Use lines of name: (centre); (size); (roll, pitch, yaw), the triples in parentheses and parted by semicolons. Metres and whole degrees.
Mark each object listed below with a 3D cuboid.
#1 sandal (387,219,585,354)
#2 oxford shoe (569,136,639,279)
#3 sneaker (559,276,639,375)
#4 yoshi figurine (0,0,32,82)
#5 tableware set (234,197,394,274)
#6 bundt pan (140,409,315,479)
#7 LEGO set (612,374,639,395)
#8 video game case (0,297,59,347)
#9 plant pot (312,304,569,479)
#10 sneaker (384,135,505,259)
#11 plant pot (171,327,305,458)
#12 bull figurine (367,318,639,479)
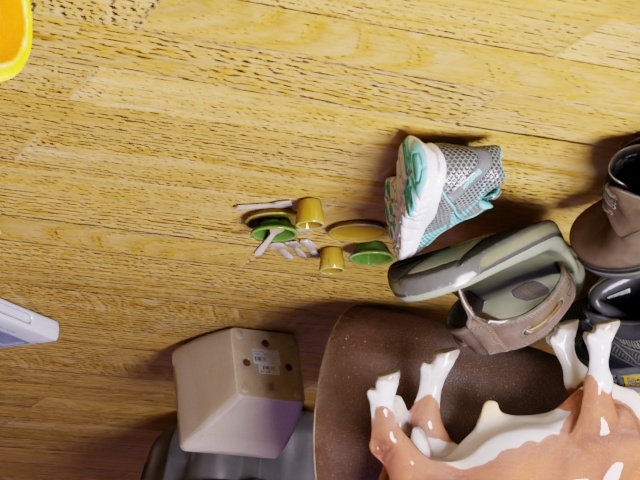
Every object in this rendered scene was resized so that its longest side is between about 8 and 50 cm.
sandal: (0.149, 0.045, 1.397); (0.120, 0.086, 0.303); (-17, 167, 21)
oxford shoe: (0.229, -0.036, 1.253); (0.096, 0.083, 0.227); (26, 155, -16)
sneaker: (0.258, 0.058, 1.536); (0.130, 0.087, 0.227); (47, 169, -21)
yoshi figurine: (-0.281, -0.101, 0.808); (0.362, 0.203, 0.203); (-3, 170, 19)
tableware set: (0.000, 0.000, 1.421); (0.104, 0.024, 0.154); (-5, 162, 13)
bundt pan: (-0.062, 0.288, 2.137); (0.331, 0.124, 0.331); (3, 154, 1)
LEGO set: (0.239, 0.272, 1.886); (0.192, 0.331, 0.255); (3, -177, -6)
video game case: (-0.373, 0.075, 1.654); (0.201, 0.023, 0.183); (-8, 161, 23)
plant pot: (0.137, 0.168, 1.599); (0.230, 0.215, 0.215); (1, 165, 20)
sneaker: (0.089, -0.028, 1.275); (0.076, 0.065, 0.166); (-6, 167, -8)
plant pot: (-0.072, 0.141, 1.754); (0.109, 0.109, 0.096); (9, 149, -28)
bull figurine: (0.186, 0.167, 1.460); (0.310, 0.188, 0.101); (-14, -176, 3)
